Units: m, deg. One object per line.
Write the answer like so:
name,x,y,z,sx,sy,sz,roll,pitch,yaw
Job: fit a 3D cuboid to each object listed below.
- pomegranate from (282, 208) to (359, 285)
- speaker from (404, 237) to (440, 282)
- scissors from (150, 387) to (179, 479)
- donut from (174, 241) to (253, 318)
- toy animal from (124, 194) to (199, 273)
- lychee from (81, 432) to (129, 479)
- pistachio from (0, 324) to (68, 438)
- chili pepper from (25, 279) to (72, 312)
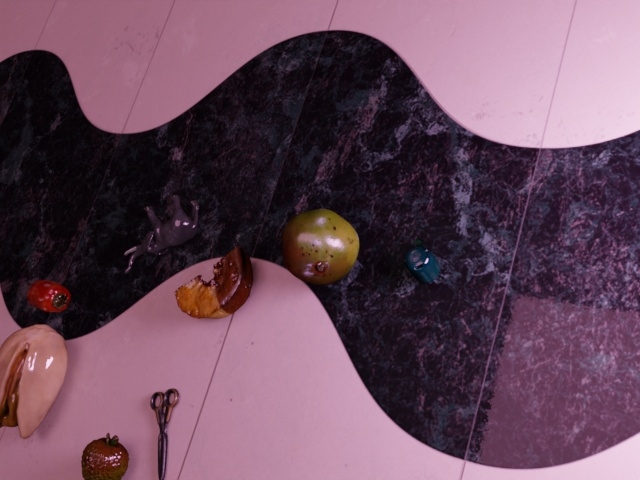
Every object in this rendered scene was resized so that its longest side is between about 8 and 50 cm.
pomegranate,0.000,0.000,1.728,0.180,0.180,0.209,-24,28,21
speaker,0.220,0.037,1.617,0.060,0.075,0.094,-5,57,31
scissors,-0.380,0.469,1.836,0.088,0.017,0.220,-16,61,25
donut,-0.247,0.125,1.867,0.217,0.085,0.141,-31,56,18
toy animal,-0.434,-0.025,2.057,0.269,0.082,0.137,-29,55,18
lychee,-0.520,0.533,1.836,0.114,0.114,0.146,22,101,37
pistachio,-0.789,0.373,2.055,0.187,0.187,0.299,8,79,35
chili pepper,-0.767,0.164,2.183,0.192,0.084,0.086,8,90,40
